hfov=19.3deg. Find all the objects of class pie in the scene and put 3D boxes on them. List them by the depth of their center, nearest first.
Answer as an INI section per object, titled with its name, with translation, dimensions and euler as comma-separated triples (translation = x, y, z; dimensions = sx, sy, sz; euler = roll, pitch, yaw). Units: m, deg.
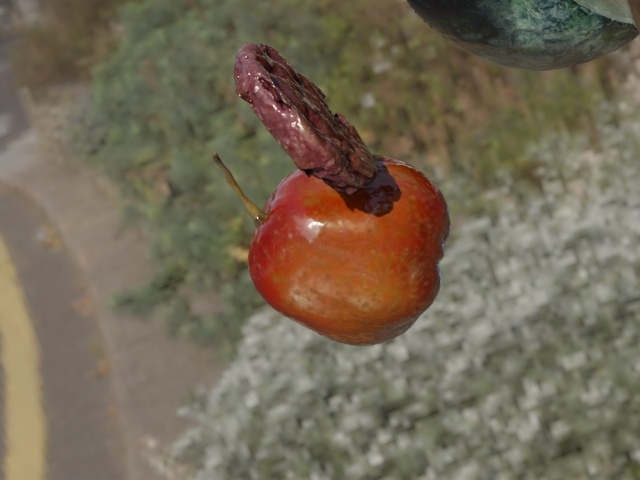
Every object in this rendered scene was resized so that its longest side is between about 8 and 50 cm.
[pie]
translation = -0.015, -0.091, 1.418
dimensions = 0.038, 0.153, 0.153
euler = -43, 8, 13

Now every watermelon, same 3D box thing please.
[watermelon]
translation = 0.137, -0.276, 1.649
dimensions = 0.148, 0.318, 0.226
euler = -33, 13, 39

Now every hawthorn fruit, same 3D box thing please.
[hawthorn fruit]
translation = 0.000, 0.000, 1.540
dimensions = 0.203, 0.162, 0.162
euler = 9, 9, -10
